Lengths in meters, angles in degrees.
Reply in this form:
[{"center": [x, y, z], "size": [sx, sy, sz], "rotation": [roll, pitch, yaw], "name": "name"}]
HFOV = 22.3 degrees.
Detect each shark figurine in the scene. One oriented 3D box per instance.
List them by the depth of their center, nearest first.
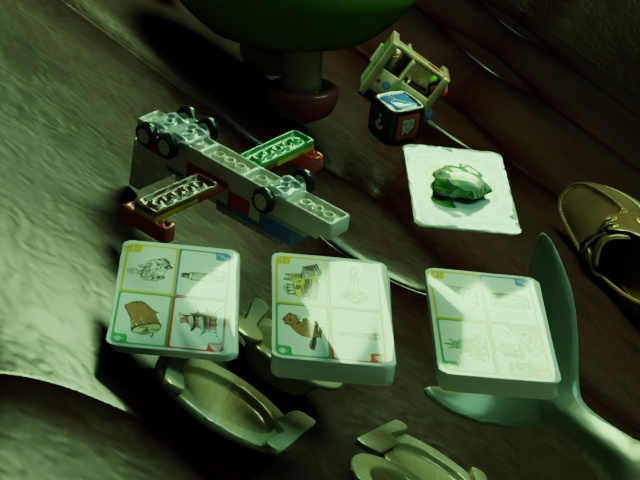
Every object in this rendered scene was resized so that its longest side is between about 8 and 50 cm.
[{"center": [0.154, 0.101, 0.671], "size": [0.166, 0.116, 0.278], "rotation": [31, 15, -14], "name": "shark figurine"}]

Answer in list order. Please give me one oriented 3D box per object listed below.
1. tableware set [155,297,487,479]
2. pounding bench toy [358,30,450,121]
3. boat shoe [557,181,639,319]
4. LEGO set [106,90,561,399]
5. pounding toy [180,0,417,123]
[{"center": [0.009, 0.079, 0.678], "size": [0.169, 0.020, 0.141], "rotation": [33, 12, 4], "name": "tableware set"}, {"center": [0.074, -0.139, 1.385], "size": [0.065, 0.052, 0.083], "rotation": [34, 16, -8], "name": "pounding bench toy"}, {"center": [0.243, 0.005, 1.309], "size": [0.060, 0.064, 0.178], "rotation": [25, 22, -40], "name": "boat shoe"}, {"center": [0.000, 0.000, 0.743], "size": [0.182, 0.060, 0.244], "rotation": [5, 33, -6], "name": "LEGO set"}, {"center": [-0.047, -0.152, 1.140], "size": [0.237, 0.110, 0.183], "rotation": [10, 22, 16], "name": "pounding toy"}]
